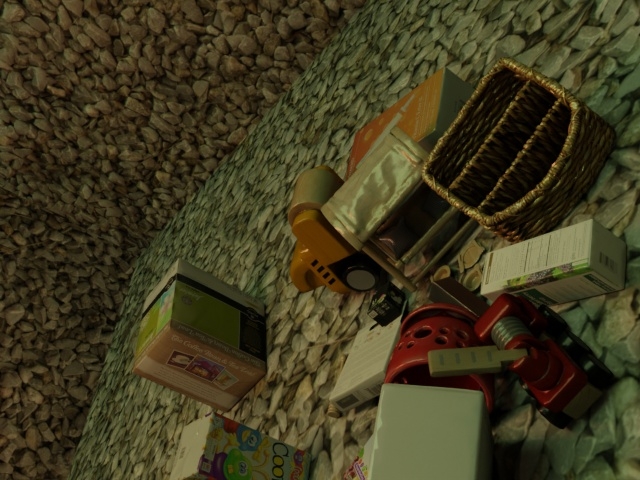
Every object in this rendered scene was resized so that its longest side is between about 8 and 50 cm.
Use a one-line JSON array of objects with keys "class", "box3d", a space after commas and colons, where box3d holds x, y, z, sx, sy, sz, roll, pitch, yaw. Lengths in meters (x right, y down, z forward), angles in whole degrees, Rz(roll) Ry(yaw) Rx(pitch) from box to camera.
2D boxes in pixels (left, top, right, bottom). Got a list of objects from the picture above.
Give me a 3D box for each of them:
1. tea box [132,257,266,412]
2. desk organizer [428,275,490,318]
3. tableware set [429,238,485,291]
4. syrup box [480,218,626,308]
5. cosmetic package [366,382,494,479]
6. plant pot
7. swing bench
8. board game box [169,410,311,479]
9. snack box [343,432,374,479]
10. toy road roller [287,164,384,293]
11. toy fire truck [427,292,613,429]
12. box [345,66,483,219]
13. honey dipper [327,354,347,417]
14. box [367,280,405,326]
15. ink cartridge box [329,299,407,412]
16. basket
[{"class": "tea box", "box3d": [-0.358, 0.287, 2.167, 0.220, 0.329, 0.323, -47, 26, 25]}, {"class": "desk organizer", "box3d": [0.281, 0.127, 1.427, 0.130, 0.050, 0.047, 41, 134, 41]}, {"class": "tableware set", "box3d": [0.292, 0.081, 1.519, 0.169, 0.020, 0.141, -46, 28, 28]}, {"class": "syrup box", "box3d": [0.402, 0.052, 1.250, 0.237, 0.093, 0.096, -25, 41, 52]}, {"class": "cosmetic package", "box3d": [0.153, 0.467, 1.045, 0.161, 0.230, 0.453, 1, 58, 19]}, {"class": "plant pot", "box3d": [0.221, 0.224, 1.291, 0.191, 0.191, 0.174, -41, 15, 35]}, {"class": "swing bench", "box3d": [0.182, -0.071, 1.586, 0.253, 0.254, 0.165, -49, 26, 9]}, {"class": "board game box", "box3d": [-0.178, 0.519, 1.621, 0.142, 0.275, 0.144, -36, 33, 42]}, {"class": "snack box", "box3d": [0.147, 0.428, 1.348, 0.207, 0.070, 0.174, -55, 25, 7]}, {"class": "toy road roller", "box3d": [0.000, 0.000, 1.801, 0.240, 0.329, 0.202, -23, 35, 30]}, {"class": "toy fire truck", "box3d": [0.293, 0.173, 1.135, 0.158, 0.246, 0.217, -52, 25, 15]}, {"class": "box", "box3d": [0.239, -0.233, 1.794, 0.345, 0.168, 0.215, -32, 36, 46]}, {"class": "honey dipper", "box3d": [0.045, 0.342, 1.696, 0.030, 0.030, 0.161, -34, 32, 44]}, {"class": "box", "box3d": [0.152, 0.146, 1.652, 0.062, 0.052, 0.083, -42, 12, 33]}, {"class": "ink cartridge box", "box3d": [0.128, 0.263, 1.622, 0.189, 0.066, 0.232, -39, 11, 39]}, {"class": "basket", "box3d": [0.380, -0.163, 1.380, 0.299, 0.223, 0.213, -54, 25, 11]}]
